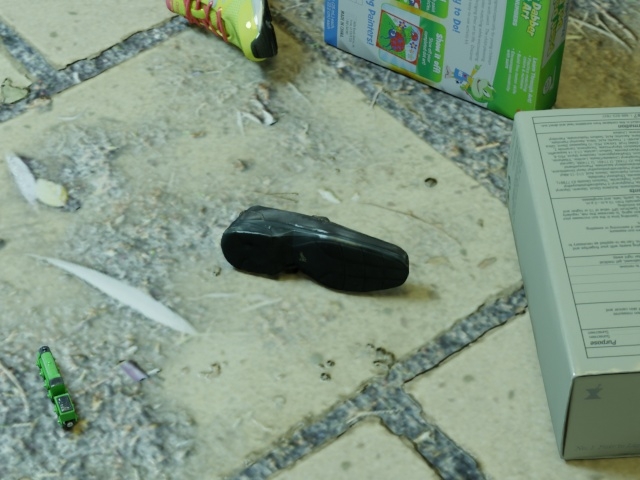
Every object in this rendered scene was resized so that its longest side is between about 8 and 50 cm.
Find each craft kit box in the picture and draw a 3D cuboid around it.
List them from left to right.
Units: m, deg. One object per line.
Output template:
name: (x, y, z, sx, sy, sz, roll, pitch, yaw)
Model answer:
craft kit box: (0.120, -0.256, 1.619, 0.246, 0.250, 0.061, 28, 51, 23)

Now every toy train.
toy train: (-0.220, 0.120, 1.410, 0.017, 0.024, 0.083, -16, 49, -15)

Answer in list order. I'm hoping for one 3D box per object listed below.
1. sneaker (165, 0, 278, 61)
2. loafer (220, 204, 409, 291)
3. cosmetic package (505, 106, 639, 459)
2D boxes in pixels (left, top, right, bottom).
sneaker: (-0.107, -0.241, 1.730, 0.094, 0.081, 0.208, -19, 42, -9)
loafer: (0.000, 0.000, 1.503, 0.170, 0.062, 0.061, 13, 43, 10)
cosmetic package: (0.258, 0.027, 1.441, 0.160, 0.113, 0.309, -2, 47, -2)
